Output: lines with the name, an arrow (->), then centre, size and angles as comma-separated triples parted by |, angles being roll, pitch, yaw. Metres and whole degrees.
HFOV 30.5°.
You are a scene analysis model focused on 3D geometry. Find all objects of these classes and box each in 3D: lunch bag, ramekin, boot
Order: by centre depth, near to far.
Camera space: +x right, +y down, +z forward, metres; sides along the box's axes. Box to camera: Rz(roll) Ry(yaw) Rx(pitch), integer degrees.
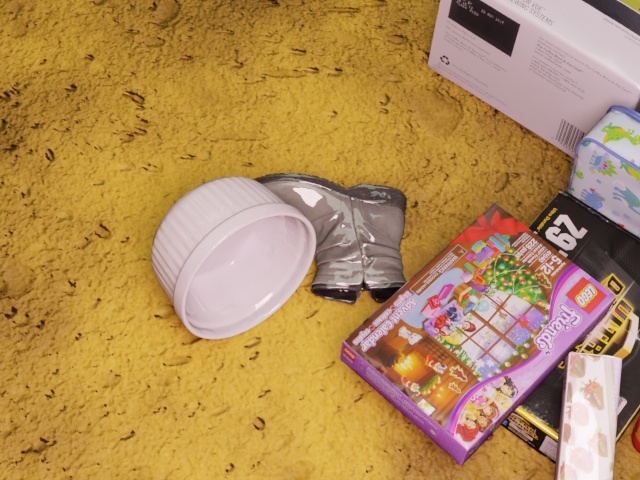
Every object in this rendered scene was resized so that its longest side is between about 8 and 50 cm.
ramekin -> -0.119, 0.014, 1.502 | 0.207, 0.207, 0.109 | -31, 56, -21
lunch bag -> 0.427, -0.069, 1.576 | 0.176, 0.219, 0.090 | 37, 72, 21
boot -> 0.000, 0.000, 1.591 | 0.247, 0.083, 0.161 | 5, 64, 1

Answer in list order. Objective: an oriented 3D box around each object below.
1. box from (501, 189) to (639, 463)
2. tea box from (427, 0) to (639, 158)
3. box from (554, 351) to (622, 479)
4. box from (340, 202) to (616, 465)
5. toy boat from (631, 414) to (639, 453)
box -> 0.330, 0.117, 1.538 | 0.257, 0.079, 0.322 | 35, 63, 19
tea box -> 0.390, -0.334, 1.738 | 0.329, 0.220, 0.323 | 37, 64, 18
box -> 0.304, 0.294, 1.366 | 0.063, 0.067, 0.324 | 6, 77, 9
box -> 0.196, 0.108, 1.457 | 0.201, 0.057, 0.293 | 40, 64, 19
toy boat -> 0.544, 0.199, 1.457 | 0.318, 0.148, 0.267 | -10, 60, -10
